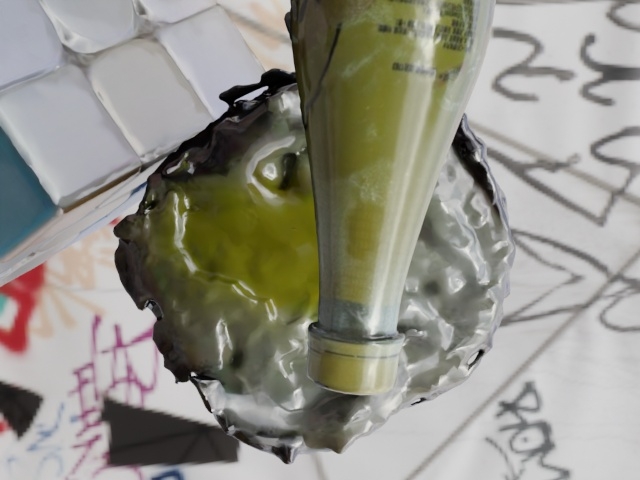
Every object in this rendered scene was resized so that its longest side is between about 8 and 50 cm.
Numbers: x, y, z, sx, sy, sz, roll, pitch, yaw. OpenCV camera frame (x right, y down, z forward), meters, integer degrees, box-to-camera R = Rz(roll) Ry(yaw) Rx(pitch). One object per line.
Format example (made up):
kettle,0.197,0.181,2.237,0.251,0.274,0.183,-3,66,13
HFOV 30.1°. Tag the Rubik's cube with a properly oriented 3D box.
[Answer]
Rubik's cube,-0.321,-0.156,1.161,0.344,0.347,0.346,-32,-88,41

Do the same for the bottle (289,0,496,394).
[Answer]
bottle,0.025,-0.071,0.483,0.083,0.083,0.269,21,-74,59

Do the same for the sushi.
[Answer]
sushi,0.001,0.001,0.962,0.281,0.299,0.294,47,1,-1
